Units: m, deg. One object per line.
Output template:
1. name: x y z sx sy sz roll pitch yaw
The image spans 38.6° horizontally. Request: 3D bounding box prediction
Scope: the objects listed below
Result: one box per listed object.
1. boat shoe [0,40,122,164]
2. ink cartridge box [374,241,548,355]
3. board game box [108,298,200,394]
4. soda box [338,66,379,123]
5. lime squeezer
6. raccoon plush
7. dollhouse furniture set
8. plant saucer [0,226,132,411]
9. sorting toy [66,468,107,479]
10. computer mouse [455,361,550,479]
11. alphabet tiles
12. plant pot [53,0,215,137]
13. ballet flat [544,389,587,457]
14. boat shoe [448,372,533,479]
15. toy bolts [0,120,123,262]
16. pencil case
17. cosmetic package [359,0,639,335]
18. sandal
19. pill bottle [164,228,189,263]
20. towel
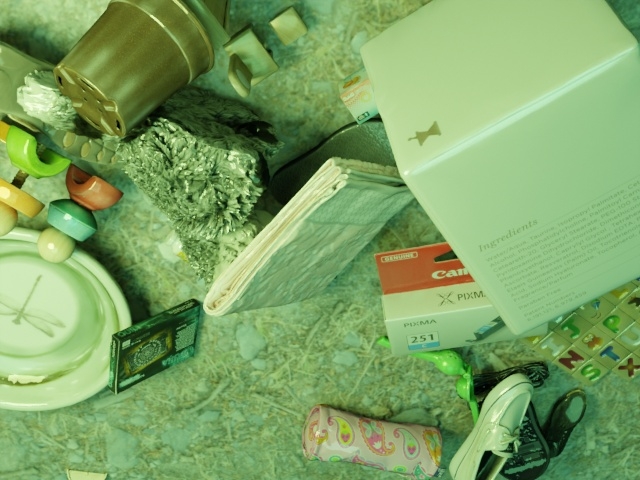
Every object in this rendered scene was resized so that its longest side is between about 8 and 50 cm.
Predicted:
1. boat shoe: -0.423 -0.222 1.411 0.324 0.116 0.123 32 89 -40
2. ink cartridge box: 0.256 0.099 1.626 0.296 0.066 0.261 -9 143 6
3. board game box: -0.301 0.191 1.657 0.186 0.026 0.126 -23 136 -44
4. soda box: 0.120 -0.263 1.445 0.183 0.058 0.063 -29 120 15
5. lime squeezer: 0.251 0.278 1.767 0.110 0.059 0.310 -40 105 15
6. raccoon plush: -0.264 -0.084 1.446 0.446 0.216 0.299 18 118 -9
7. dollhouse furniture set: -0.041 -0.412 1.274 0.355 0.174 0.303 -30 120 15
8. plant saucer: -0.533 0.127 1.631 0.400 0.101 0.401 -2 123 -3
9. sorting toy: -0.496 0.520 1.925 0.083 0.045 0.075 8 141 -8
10. computer mouse: 0.393 0.367 1.863 0.188 0.072 0.272 -15 110 8
11. alphabet tiles: 0.546 0.144 1.758 0.342 0.011 0.285 33 115 -22
12. plant pot: -0.258 -0.238 1.231 0.165 0.167 0.167 -51 120 -21
13. ballet flat: 0.502 0.376 1.893 0.057 0.049 0.173 27 116 13
14. boat shoe: 0.342 0.384 1.766 0.096 0.088 0.268 20 109 -34
15. toy bolts: -0.457 -0.069 1.442 0.228 0.218 0.159 36 82 -46
16. pencil case: 0.106 0.410 1.837 0.284 0.124 0.124 15 121 -14
17. cosmetic package: 0.307 -0.143 1.321 0.327 0.329 0.394 -28 131 15
18. sandal: 0.027 -0.140 1.529 0.254 0.054 0.097 -21 115 22
19. pill bottle: -0.232 0.015 1.610 0.083 0.043 0.043 35 114 -22
20. towel: 0.000 0.000 1.466 0.317 0.332 0.053 -46 71 21
